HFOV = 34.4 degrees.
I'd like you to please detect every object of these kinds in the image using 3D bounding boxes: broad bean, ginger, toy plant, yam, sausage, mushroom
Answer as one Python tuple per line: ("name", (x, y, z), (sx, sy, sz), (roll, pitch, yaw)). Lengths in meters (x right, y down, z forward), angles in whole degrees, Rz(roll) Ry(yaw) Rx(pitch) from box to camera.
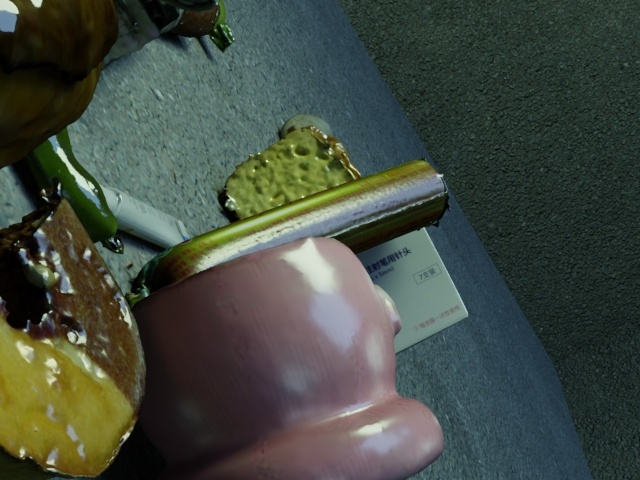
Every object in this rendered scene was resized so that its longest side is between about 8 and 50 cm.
("broad bean", (-0.225, -0.100, 0.816), (0.254, 0.046, 0.065), (63, 25, 6))
("ginger", (-0.221, -0.124, 0.634), (0.321, 0.165, 0.172), (-62, 140, -79))
("toy plant", (-0.002, 0.179, 0.701), (0.317, 0.211, 0.356), (143, -64, -64))
("yam", (-0.179, -0.297, 1.284), (0.079, 0.079, 0.141), (64, 15, 5))
("sausage", (-0.028, 0.002, 0.966), (0.371, 0.082, 0.082), (-20, 81, -39))
("mushroom", (-0.022, -0.151, 1.598), (0.085, 0.085, 0.079), (-101, -159, -49))

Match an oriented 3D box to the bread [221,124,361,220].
("bread", (0.004, 0.003, 1.231), (0.260, 0.160, 0.147), (60, 6, 2))

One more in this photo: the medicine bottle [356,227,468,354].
("medicine bottle", (0.034, 0.054, 1.126), (0.052, 0.201, 0.171), (104, -40, -84))

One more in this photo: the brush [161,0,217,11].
("brush", (-0.218, -0.230, 0.864), (0.297, 0.068, 0.060), (14, 75, -33))

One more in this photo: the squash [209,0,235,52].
("squash", (-0.192, -0.369, 1.393), (0.252, 0.066, 0.066), (56, 15, -26))

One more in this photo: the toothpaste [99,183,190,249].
("toothpaste", (-0.160, -0.018, 0.933), (0.048, 0.031, 0.190), (64, 11, 18))

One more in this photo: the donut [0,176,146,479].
("donut", (-0.178, 0.072, 0.589), (0.141, 0.085, 0.217), (59, 15, -15))

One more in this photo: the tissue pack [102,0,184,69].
("tissue pack", (-0.250, -0.344, 1.027), (0.332, 0.123, 0.245), (58, 17, -18))
